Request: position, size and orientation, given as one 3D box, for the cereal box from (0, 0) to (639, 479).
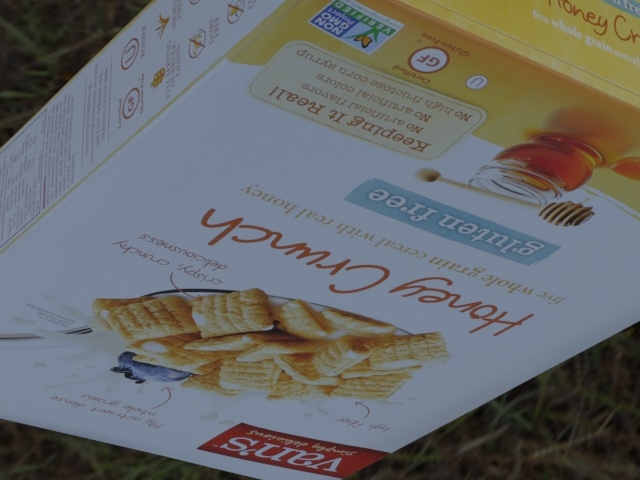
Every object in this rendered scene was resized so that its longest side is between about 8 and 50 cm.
[{"bbox_3d":[0.000,0.000,0.509,0.240,0.173,0.047,-36,46,44],"label":"cereal box"}]
